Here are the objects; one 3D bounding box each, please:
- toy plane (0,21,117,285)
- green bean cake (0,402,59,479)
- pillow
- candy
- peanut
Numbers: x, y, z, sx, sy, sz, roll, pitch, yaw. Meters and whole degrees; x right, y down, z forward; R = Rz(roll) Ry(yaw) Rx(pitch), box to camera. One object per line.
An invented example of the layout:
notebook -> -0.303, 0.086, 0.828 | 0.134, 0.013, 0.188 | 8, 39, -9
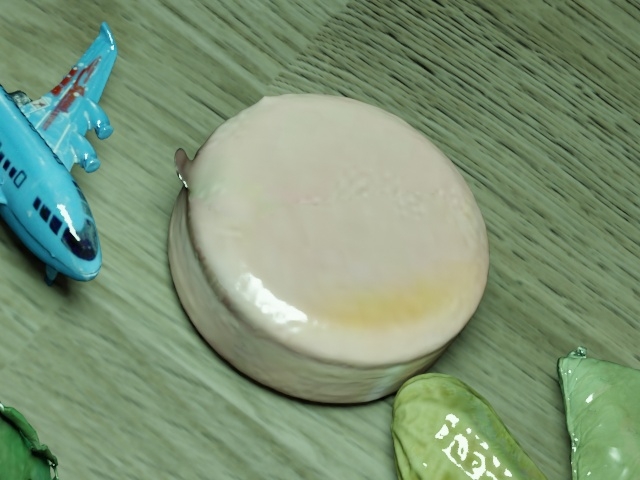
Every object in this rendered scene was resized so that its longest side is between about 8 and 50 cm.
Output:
toy plane -> -0.238, -0.071, 1.188 | 0.254, 0.105, 0.271 | -23, 71, -30
green bean cake -> -0.282, 0.165, 0.949 | 0.255, 0.132, 0.241 | 56, 43, -37
pillow -> 0.271, 0.223, 1.218 | 0.184, 0.075, 0.302 | 10, 57, -18
candy -> 0.000, 0.000, 1.241 | 0.255, 0.094, 0.255 | 10, 56, -15
peanut -> 0.116, 0.181, 1.177 | 0.093, 0.083, 0.194 | -15, 64, -43
